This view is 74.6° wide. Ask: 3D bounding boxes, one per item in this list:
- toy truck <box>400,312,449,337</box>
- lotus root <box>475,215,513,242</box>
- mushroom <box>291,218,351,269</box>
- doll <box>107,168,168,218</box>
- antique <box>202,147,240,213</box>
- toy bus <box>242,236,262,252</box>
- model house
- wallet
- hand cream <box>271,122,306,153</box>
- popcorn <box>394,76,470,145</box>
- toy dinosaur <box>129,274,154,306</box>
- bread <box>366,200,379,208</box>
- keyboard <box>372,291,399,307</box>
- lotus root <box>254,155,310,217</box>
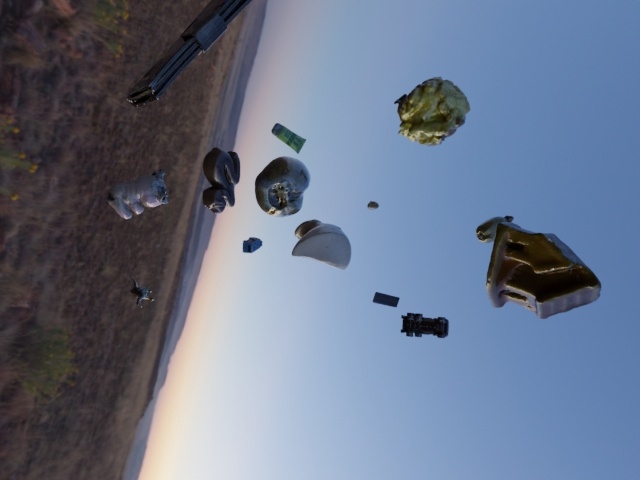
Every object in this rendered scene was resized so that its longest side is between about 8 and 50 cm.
[{"bbox_3d":[0.487,0.399,1.978,0.116,0.216,0.110,39,54,-76],"label":"toy truck"},{"bbox_3d":[0.724,-0.051,1.749,0.090,0.183,0.077,65,-18,-10],"label":"lotus root"},{"bbox_3d":[0.000,0.000,1.396,0.397,0.177,0.126,-109,-151,-82],"label":"mushroom"},{"bbox_3d":[-0.571,-0.152,1.330,0.149,0.192,0.095,55,-23,40],"label":"doll"},{"bbox_3d":[-0.404,-0.235,1.667,0.143,0.121,0.257,-3,105,-61],"label":"antique"},{"bbox_3d":[-0.231,0.016,1.420,0.083,0.046,0.038,-41,137,-69],"label":"toy bus"},{"bbox_3d":[0.536,0.084,1.013,0.239,0.268,0.173,20,-106,36],"label":"model house"},{"bbox_3d":[-0.241,-0.383,0.798,0.169,0.044,0.317,16,-114,51],"label":"wallet"},{"bbox_3d":[-0.161,-0.517,2.097,0.095,0.175,0.046,-63,-166,-20],"label":"hand cream"},{"bbox_3d":[0.417,-0.483,1.606,0.293,0.237,0.293,-35,-171,6],"label":"popcorn"},{"bbox_3d":[-0.527,0.152,1.237,0.180,0.058,0.037,22,-90,53],"label":"toy dinosaur"},{"bbox_3d":[0.213,-0.143,1.713,0.083,0.047,0.036,-41,131,-85],"label":"bread"},{"bbox_3d":[0.305,0.274,1.940,0.010,0.155,0.053,20,-87,57],"label":"keyboard"},{"bbox_3d":[-0.103,-0.161,1.181,0.322,0.140,0.158,-83,-168,-74],"label":"lotus root"}]
